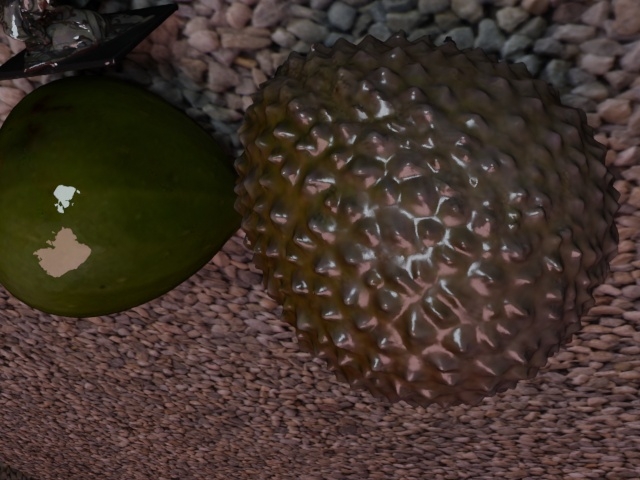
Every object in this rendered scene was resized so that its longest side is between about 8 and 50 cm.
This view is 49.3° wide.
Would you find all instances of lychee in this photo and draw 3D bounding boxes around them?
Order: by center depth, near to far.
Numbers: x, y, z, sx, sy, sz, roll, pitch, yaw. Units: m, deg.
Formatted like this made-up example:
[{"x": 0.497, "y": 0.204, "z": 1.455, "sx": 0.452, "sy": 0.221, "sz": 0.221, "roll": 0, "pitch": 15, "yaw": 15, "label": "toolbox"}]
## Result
[{"x": 0.099, "y": -0.018, "z": 0.736, "sx": 0.432, "sy": 0.380, "sz": 0.380, "roll": 38, "pitch": 140, "yaw": -8, "label": "lychee"}]

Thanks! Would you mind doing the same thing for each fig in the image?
[{"x": -0.245, "y": -0.051, "z": 0.862, "sx": 0.316, "sy": 0.316, "sz": 0.316, "roll": 8, "pitch": 145, "yaw": 6, "label": "fig"}]

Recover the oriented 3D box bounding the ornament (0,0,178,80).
[{"x": -0.272, "y": -0.280, "z": 0.688, "sx": 0.153, "sy": 0.166, "sz": 0.196, "roll": -4, "pitch": 127, "yaw": 19, "label": "ornament"}]
